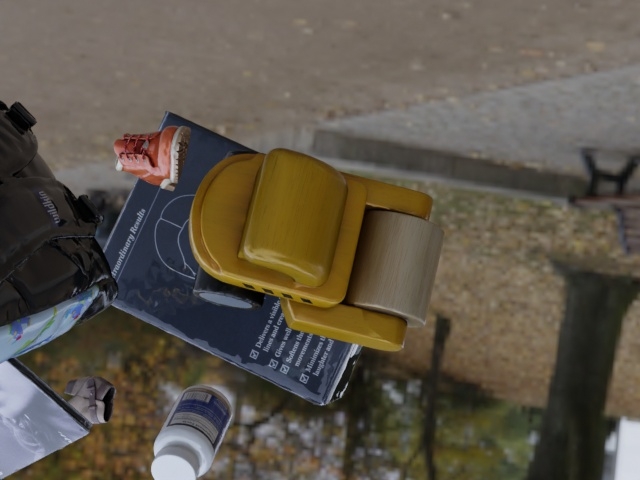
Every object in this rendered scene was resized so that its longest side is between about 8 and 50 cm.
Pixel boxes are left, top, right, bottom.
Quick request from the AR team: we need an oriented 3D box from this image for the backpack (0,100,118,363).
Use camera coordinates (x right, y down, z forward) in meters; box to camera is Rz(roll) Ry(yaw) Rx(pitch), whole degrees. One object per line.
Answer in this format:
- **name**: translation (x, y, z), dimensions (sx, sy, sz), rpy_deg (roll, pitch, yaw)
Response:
- **backpack**: translation (-0.357, 0.014, 1.109), dimensions (0.273, 0.290, 0.355), rpy_deg (-33, -173, 4)

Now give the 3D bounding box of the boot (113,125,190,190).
- **boot**: translation (-0.197, -0.100, 1.518), dimensions (0.084, 0.059, 0.158), rpy_deg (19, 163, -10)

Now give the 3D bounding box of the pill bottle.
- **pill bottle**: translation (-0.142, 0.217, 1.432), dimensions (0.067, 0.067, 0.120), rpy_deg (6, -151, 11)

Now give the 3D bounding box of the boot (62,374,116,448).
- **boot**: translation (-0.346, 0.256, 1.936), dimensions (0.087, 0.118, 0.042), rpy_deg (8, 175, 32)

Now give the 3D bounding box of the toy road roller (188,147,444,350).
- **toy road roller**: translation (0.000, 0.000, 1.632), dimensions (0.329, 0.203, 0.240), rpy_deg (14, 168, -7)

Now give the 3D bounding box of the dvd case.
- **dvd case**: translation (-0.366, 0.154, 1.368), dimensions (0.164, 0.018, 0.221), rpy_deg (-30, 114, 37)

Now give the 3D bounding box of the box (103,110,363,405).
- **box**: translation (-0.095, 0.028, 1.967), dimensions (0.395, 0.294, 0.212), rpy_deg (26, -179, 9)
